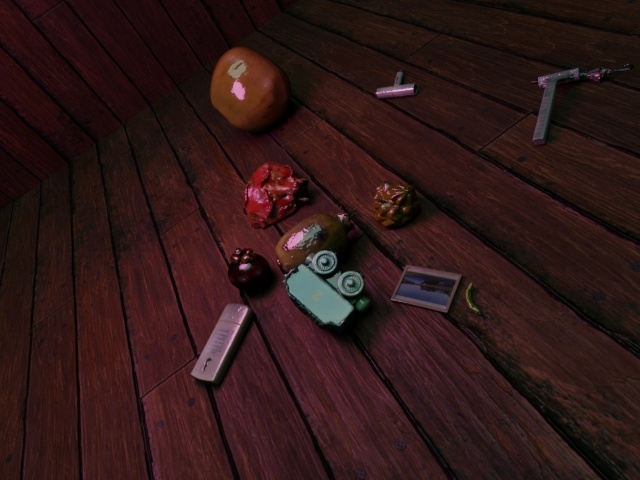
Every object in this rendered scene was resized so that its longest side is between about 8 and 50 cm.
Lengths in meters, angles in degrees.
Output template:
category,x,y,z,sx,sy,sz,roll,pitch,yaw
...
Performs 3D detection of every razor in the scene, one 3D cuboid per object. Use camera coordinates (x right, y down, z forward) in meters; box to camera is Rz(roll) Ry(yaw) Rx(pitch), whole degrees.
category,x,y,z,sx,sy,sz,roll,pitch,yaw
razor,0.643,-0.384,1.282,0.111,0.056,0.278,0,53,45

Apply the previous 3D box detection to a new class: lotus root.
category,x,y,z,sx,sy,sz,roll,pitch,yaw
lotus root,0.000,0.000,1.267,0.278,0.154,0.154,-35,42,-2

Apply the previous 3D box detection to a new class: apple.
category,x,y,z,sx,sy,sz,roll,pitch,yaw
apple,-0.296,-0.611,1.900,0.338,0.338,0.305,32,92,45

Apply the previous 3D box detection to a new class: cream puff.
category,x,y,z,sx,sy,sz,roll,pitch,yaw
cream puff,0.203,-0.113,1.273,0.146,0.116,0.146,-15,49,18

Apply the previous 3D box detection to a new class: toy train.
category,x,y,z,sx,sy,sz,roll,pitch,yaw
toy train,0.018,0.127,1.134,0.203,0.112,0.163,38,76,22

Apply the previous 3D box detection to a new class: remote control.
category,x,y,z,sx,sy,sz,roll,pitch,yaw
remote control,-0.269,0.282,1.258,0.098,0.038,0.233,2,54,34

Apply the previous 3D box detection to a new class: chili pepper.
category,x,y,z,sx,sy,sz,roll,pitch,yaw
chili pepper,0.344,0.134,1.030,0.030,0.017,0.083,-20,47,14

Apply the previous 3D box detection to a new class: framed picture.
category,x,y,z,sx,sy,sz,roll,pitch,yaw
framed picture,0.256,0.116,1.105,0.149,0.011,0.109,9,57,37

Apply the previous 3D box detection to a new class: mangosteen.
category,x,y,z,sx,sy,sz,roll,pitch,yaw
mangosteen,-0.215,0.079,1.337,0.140,0.140,0.140,-17,45,18

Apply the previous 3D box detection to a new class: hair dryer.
category,x,y,z,sx,sy,sz,roll,pitch,yaw
hair dryer,0.309,-0.603,1.713,0.155,0.044,0.183,7,53,33

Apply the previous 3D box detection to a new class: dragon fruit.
category,x,y,z,sx,sy,sz,roll,pitch,yaw
dragon fruit,-0.132,-0.178,1.526,0.212,0.134,0.262,4,54,30

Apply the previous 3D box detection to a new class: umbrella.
category,x,y,z,sx,sy,sz,roll,pitch,yaw
umbrella,0.758,-0.475,1.329,0.269,0.044,0.044,7,81,46
